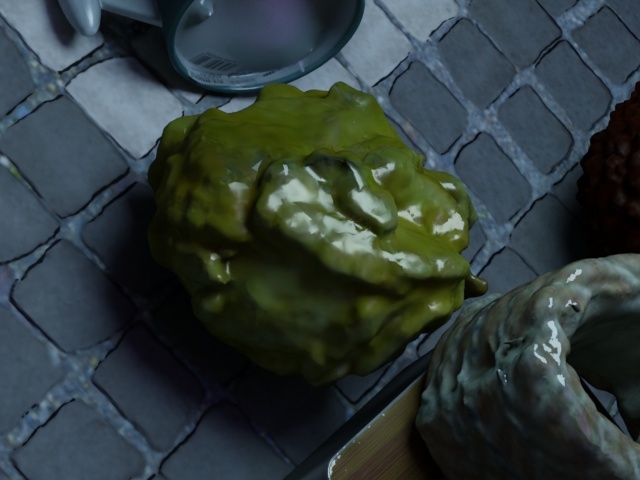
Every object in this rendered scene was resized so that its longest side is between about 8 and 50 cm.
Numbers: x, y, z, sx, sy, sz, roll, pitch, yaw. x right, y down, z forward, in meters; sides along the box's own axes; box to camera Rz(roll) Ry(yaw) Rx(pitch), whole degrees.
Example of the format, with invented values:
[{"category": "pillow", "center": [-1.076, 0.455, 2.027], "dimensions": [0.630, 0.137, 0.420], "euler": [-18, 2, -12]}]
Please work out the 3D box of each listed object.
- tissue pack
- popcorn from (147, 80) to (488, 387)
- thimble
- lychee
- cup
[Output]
[{"category": "tissue pack", "center": [0.084, 0.180, 1.256], "dimensions": [0.159, 0.136, 0.246], "euler": [52, 48, -1]}, {"category": "popcorn", "center": [0.000, 0.000, 1.273], "dimensions": [0.266, 0.192, 0.233], "euler": [8, 31, -28]}, {"category": "thimble", "center": [0.197, 0.112, 1.186], "dimensions": [0.229, 0.148, 0.196], "euler": [34, 50, -18]}, {"category": "lychee", "center": [0.364, -0.039, 1.495], "dimensions": [0.300, 0.264, 0.264], "euler": [5, 60, -10]}, {"category": "cup", "center": [-0.063, -0.233, 1.371], "dimensions": [0.299, 0.167, 0.173], "euler": [-11, 61, -13]}]
